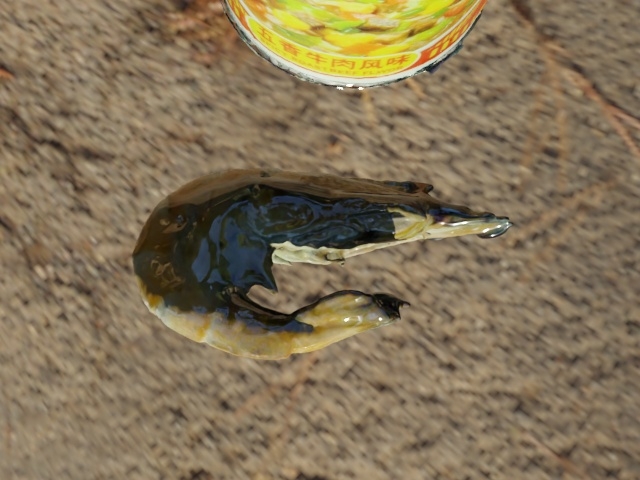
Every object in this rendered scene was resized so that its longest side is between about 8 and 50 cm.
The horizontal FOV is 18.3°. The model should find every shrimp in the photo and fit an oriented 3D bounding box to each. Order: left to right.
[{"bbox_3d":[-0.005,0.014,1.328,0.254,0.145,0.059,6,148,12],"label":"shrimp"}]

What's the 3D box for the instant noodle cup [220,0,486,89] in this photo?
[{"bbox_3d":[0.021,-0.163,0.829,0.193,0.212,0.193,1,68,-2],"label":"instant noodle cup"}]
